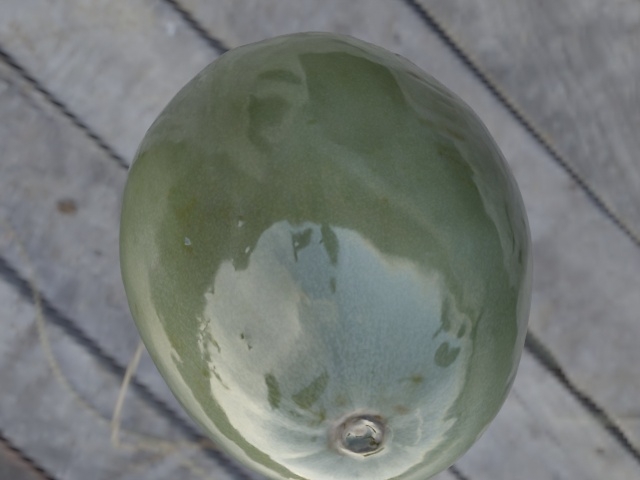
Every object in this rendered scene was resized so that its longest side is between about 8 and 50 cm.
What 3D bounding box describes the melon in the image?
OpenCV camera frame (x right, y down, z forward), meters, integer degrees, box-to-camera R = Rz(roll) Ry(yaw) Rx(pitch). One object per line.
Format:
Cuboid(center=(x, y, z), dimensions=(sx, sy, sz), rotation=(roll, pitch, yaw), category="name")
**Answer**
Cuboid(center=(0.004, 0.011, 1.121), dimensions=(0.272, 0.308, 0.272), rotation=(-17, 156, -8), category="melon")
